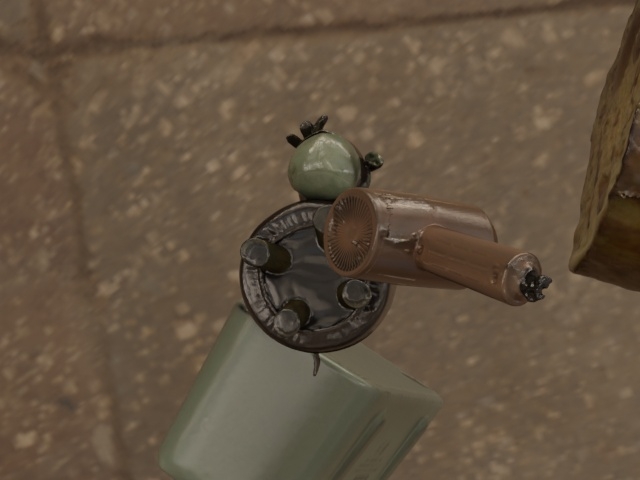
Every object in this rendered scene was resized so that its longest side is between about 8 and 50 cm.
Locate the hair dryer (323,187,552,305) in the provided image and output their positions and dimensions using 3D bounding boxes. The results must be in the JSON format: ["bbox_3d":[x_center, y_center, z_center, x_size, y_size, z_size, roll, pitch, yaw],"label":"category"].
[{"bbox_3d":[0.096,0.013,1.217,0.117,0.182,0.064,8,99,-34],"label":"hair dryer"}]

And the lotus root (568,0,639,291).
[{"bbox_3d":[0.360,-0.097,1.641,0.250,0.316,0.316,17,67,10],"label":"lotus root"}]

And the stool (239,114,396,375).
[{"bbox_3d":[0.000,0.000,1.497,0.125,0.121,0.217,6,83,10],"label":"stool"}]

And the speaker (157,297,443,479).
[{"bbox_3d":[-0.016,0.191,1.918,0.183,0.406,0.184,33,92,15],"label":"speaker"}]
